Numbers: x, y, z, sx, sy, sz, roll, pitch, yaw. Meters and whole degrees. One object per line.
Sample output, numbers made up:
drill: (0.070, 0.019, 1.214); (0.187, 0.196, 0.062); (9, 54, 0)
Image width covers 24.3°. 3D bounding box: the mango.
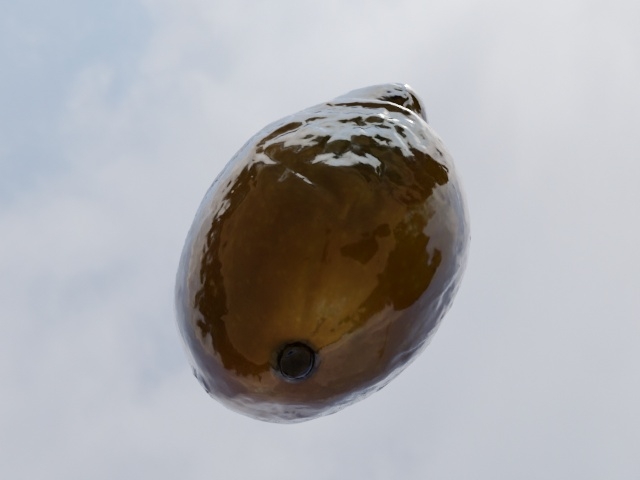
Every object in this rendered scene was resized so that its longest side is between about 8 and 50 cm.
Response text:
mango: (0.000, 0.000, 0.437); (0.098, 0.075, 0.190); (-48, -170, 15)
